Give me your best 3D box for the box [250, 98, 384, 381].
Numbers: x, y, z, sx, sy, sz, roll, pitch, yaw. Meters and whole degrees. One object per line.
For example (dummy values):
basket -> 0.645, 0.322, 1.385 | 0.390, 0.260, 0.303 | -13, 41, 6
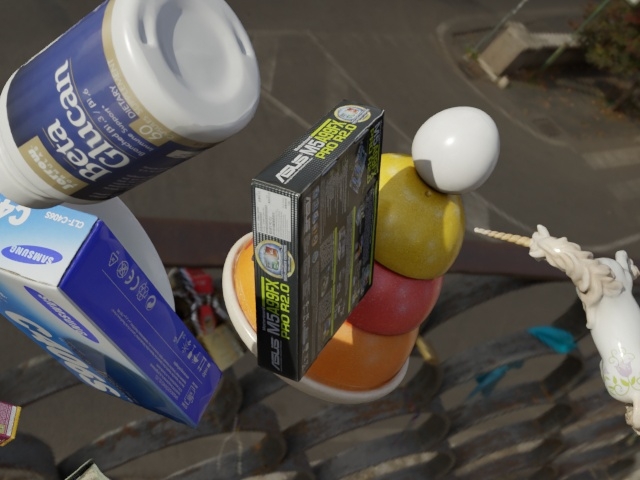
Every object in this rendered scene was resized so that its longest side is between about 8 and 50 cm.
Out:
box -> 0.000, 0.000, 0.981 | 0.060, 0.270, 0.216 | 18, 40, 21

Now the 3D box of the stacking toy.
stacking toy -> 0.100, -0.016, 1.243 | 0.350, 0.480, 0.351 | 25, 35, -19

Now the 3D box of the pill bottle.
pill bottle -> -0.124, -0.075, 0.475 | 0.094, 0.169, 0.094 | 24, 56, -42

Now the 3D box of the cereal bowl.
cereal bowl -> -0.405, 0.054, 1.434 | 0.339, 0.141, 0.339 | 58, 11, -19

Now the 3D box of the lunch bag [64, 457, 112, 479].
lunch bag -> -0.497, 0.577, 1.655 | 0.235, 0.287, 0.169 | -41, 120, -24

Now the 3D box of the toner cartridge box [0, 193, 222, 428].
toner cartridge box -> -0.232, 0.078, 0.837 | 0.165, 0.348, 0.075 | 14, 63, 22

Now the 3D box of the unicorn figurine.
unicorn figurine -> 0.181, 0.046, 0.525 | 0.162, 0.060, 0.111 | 61, 23, 16

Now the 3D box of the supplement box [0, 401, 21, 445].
supplement box -> -0.511, 0.276, 1.265 | 0.083, 0.043, 0.055 | 28, 45, -32
